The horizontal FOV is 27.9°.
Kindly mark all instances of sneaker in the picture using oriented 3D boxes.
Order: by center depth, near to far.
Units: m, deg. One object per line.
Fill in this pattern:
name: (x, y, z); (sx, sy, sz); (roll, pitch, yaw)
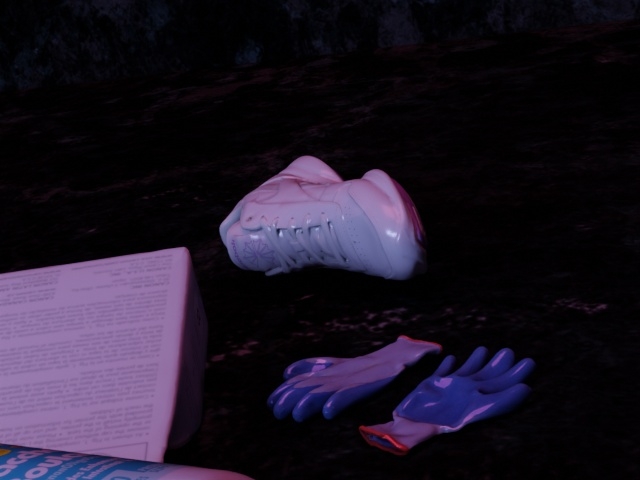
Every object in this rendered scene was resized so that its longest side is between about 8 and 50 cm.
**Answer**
sneaker: (0.000, 0.000, 1.273); (0.152, 0.114, 0.305); (-30, 19, -19)

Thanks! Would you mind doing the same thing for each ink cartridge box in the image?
ink cartridge box: (-0.245, 0.159, 0.931); (0.308, 0.091, 0.385); (-8, 33, 3)

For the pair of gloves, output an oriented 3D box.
pair of gloves: (0.057, 0.109, 0.978); (0.159, 0.023, 0.198); (-22, 21, -38)

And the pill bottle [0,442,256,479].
pill bottle: (-0.150, 0.176, 0.642); (0.264, 0.146, 0.146); (1, 19, 29)
